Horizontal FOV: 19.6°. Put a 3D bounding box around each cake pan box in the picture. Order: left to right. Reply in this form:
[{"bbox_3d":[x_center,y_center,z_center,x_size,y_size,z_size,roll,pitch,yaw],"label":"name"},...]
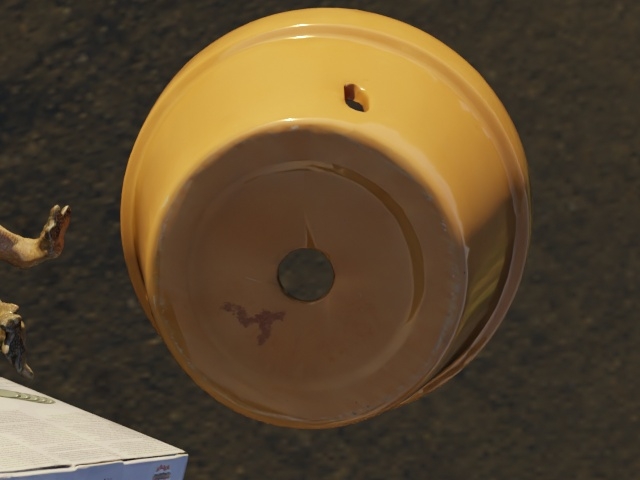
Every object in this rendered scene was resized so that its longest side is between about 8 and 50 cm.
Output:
[{"bbox_3d":[-0.290,0.185,1.618,0.267,0.246,0.070,3,100,-58],"label":"cake pan box"}]

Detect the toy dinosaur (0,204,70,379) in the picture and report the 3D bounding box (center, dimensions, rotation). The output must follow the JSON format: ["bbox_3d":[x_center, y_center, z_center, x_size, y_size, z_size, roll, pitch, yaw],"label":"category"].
[{"bbox_3d":[-0.282,0.007,1.131,0.296,0.200,0.127,40,53,-64],"label":"toy dinosaur"}]

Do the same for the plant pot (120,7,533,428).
[{"bbox_3d":[0.000,0.000,1.228,0.203,0.291,0.291,-75,144,-76],"label":"plant pot"}]
